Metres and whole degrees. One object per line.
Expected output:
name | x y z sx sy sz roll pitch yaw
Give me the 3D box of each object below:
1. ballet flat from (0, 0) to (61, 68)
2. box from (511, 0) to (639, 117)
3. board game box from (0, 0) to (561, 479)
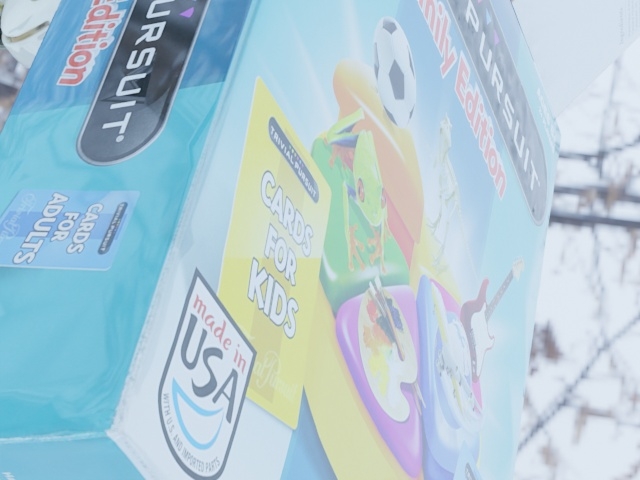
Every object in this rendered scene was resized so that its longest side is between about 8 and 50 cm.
ballet flat | -0.139 -0.102 0.713 0.213 0.068 0.072 2 -33 23
box | 0.185 -0.263 1.513 0.215 0.345 0.168 26 -34 34
board game box | 0.000 0.000 0.559 0.079 0.336 0.254 -5 -42 24
